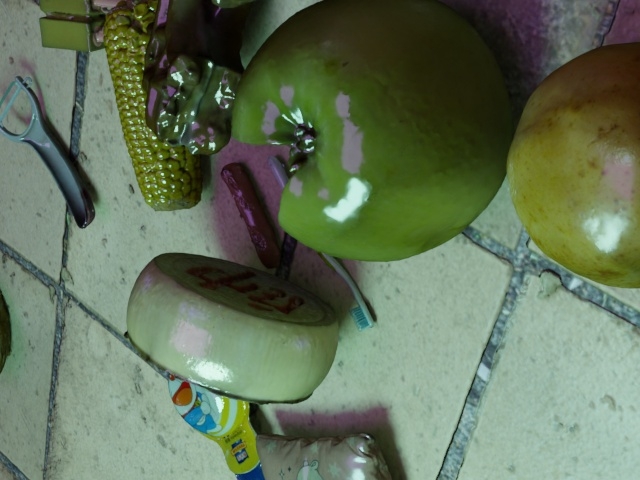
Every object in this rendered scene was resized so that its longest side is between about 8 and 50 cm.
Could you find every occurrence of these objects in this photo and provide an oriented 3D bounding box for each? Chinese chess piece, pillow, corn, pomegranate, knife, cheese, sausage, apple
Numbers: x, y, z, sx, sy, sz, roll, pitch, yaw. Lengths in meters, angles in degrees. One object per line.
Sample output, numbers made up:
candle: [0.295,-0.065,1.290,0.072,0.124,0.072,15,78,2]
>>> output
Chinese chess piece: [-0.110,0.108,1.217,0.270,0.270,0.112,25,101,34]
pillow: [0.021,0.364,1.310,0.236,0.084,0.223,-11,98,41]
corn: [-0.226,-0.195,1.328,0.119,0.119,0.322,3,109,41]
pomegranate: [0.281,-0.069,0.849,0.233,0.233,0.233,15,114,38]
knife: [-0.437,-0.139,1.579,0.278,0.053,0.123,53,127,15]
cheese: [-0.150,0.252,1.437,0.177,0.069,0.270,-41,77,41]
sausage: [-0.092,-0.034,1.317,0.036,0.042,0.158,-25,89,6]
apple: [0.051,-0.118,1.011,0.292,0.254,0.292,11,109,34]

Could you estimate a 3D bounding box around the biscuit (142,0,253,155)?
biscuit: [-0.113,-0.294,1.136,0.366,0.115,0.268,-49,39,43]

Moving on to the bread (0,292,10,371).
bread: [-0.683,0.178,1.858,0.230,0.123,0.230,13,108,43]

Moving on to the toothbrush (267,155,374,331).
toothbrush: [0.000,0.000,1.253,0.263,0.026,0.022,61,166,10]

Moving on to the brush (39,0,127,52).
brush: [-0.316,-0.327,1.417,0.233,0.047,0.103,13,113,28]
